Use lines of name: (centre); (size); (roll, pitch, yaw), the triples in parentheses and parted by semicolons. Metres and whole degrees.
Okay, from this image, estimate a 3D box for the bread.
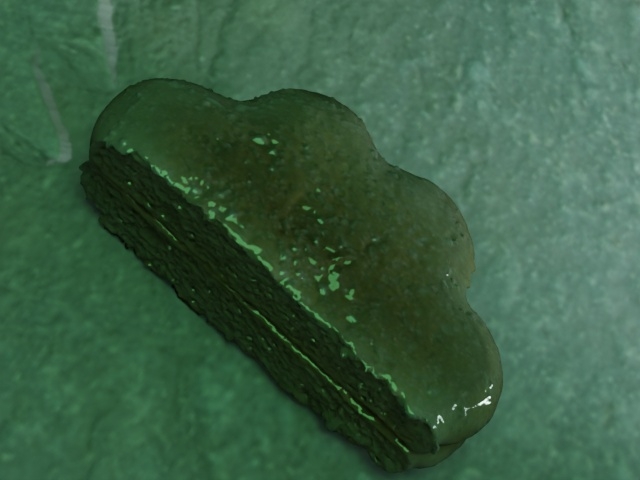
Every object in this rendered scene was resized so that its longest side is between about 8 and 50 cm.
bread: (0.000, -0.001, 0.969); (0.337, 0.102, 0.183); (42, 59, 3)
